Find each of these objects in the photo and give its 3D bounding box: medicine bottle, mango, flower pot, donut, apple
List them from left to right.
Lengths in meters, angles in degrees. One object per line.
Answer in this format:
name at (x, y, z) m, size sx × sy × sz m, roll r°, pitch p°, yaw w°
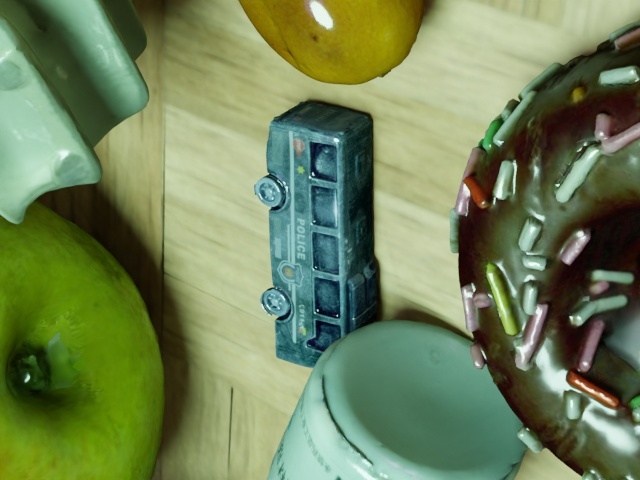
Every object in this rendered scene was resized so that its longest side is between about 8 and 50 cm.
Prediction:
flower pot at (-0.286, -0.096, 0.748) m, size 0.367 × 0.254 × 0.164 m, roll -22°, pitch 138°, yaw 6°
apple at (-0.269, 0.118, 0.892) m, size 0.339 × 0.339 × 0.339 m, roll 19°, pitch 124°, yaw 31°
mango at (-0.006, -0.156, 0.701) m, size 0.159 × 0.084 × 0.105 m, roll 65°, pitch 155°, yaw 1°
medicine bottle at (0.036, 0.149, 0.799) m, size 0.135 × 0.135 × 0.168 m, roll 37°, pitch 133°, yaw 18°
donut at (0.179, 0.024, 0.635) m, size 0.270 × 0.103 × 0.269 m, roll 21°, pitch 126°, yaw 31°

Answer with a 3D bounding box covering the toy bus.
toy bus at (0.000, 0.000, 0.806) m, size 0.065 × 0.047 × 0.166 m, roll 14°, pitch 121°, yaw 29°
